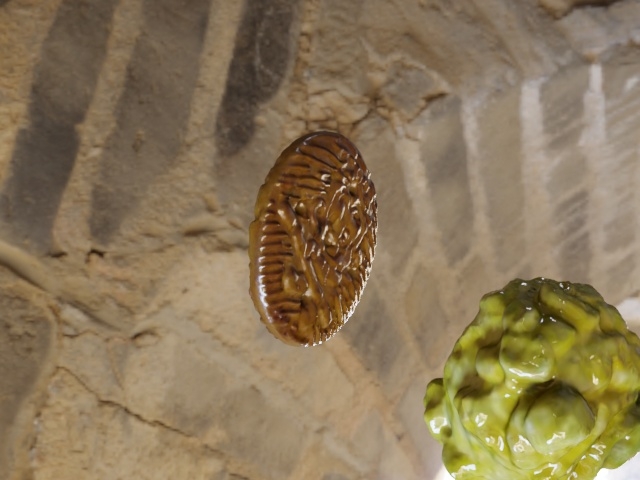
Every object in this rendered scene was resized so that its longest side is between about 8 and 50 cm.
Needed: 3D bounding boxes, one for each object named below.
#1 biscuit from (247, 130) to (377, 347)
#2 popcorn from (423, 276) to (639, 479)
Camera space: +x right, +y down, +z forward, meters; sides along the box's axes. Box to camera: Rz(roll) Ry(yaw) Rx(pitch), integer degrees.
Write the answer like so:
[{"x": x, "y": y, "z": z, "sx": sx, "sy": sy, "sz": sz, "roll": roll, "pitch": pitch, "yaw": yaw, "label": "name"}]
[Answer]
[{"x": 0.001, "y": 0.000, "z": 0.720, "sx": 0.188, "sy": 0.027, "sz": 0.187, "roll": -20, "pitch": -66, "yaw": -56, "label": "biscuit"}, {"x": 0.248, "y": 0.160, "z": 0.915, "sx": 0.241, "sy": 0.235, "sz": 0.250, "roll": -58, "pitch": -12, "yaw": -29, "label": "popcorn"}]
